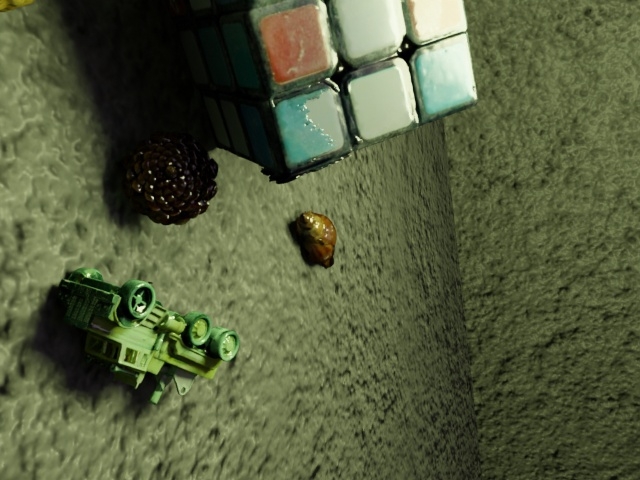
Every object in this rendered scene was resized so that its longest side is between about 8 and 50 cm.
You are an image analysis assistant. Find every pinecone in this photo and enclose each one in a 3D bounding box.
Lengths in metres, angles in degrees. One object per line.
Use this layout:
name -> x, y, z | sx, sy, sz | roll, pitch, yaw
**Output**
pinecone -> -0.217, -0.088, 0.965 | 0.121, 0.140, 0.140 | -143, -134, -80

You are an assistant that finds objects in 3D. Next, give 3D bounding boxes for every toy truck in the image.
toy truck -> -0.236, 0.138, 0.896 | 0.259, 0.128, 0.135 | 49, 57, -52

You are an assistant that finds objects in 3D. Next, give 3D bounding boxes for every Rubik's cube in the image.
Rubik's cube -> -0.010, -0.333, 1.025 | 0.363, 0.362, 0.358 | -24, 111, -18

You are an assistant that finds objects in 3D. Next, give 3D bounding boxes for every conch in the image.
conch -> 0.003, 0.001, 1.457 | 0.086, 0.080, 0.232 | -64, 143, -34

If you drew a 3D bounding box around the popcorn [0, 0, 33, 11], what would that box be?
popcorn -> -0.352, -0.354, 0.645 | 0.250, 0.190, 0.250 | 33, 52, -57
